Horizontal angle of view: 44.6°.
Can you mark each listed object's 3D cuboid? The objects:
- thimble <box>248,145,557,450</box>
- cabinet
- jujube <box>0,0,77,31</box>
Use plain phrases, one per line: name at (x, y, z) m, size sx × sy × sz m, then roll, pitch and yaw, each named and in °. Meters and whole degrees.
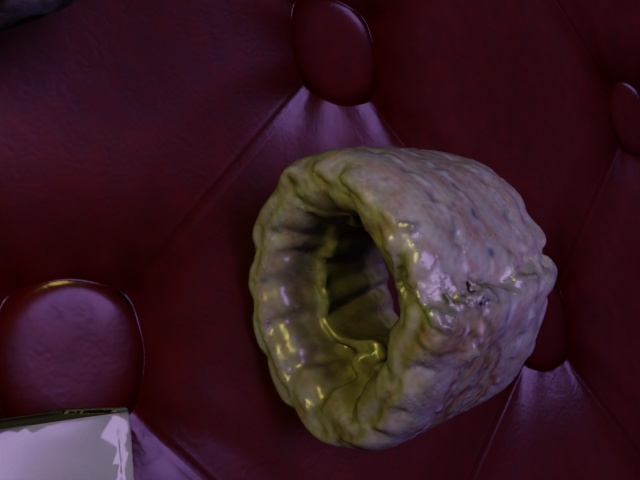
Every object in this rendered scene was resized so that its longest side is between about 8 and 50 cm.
thimble at (0.075, 0.047, 0.767) m, size 0.195 × 0.291 × 0.292 m, roll -11°, pitch 88°, yaw -40°
cabinet at (-0.256, 0.207, 0.551) m, size 0.206 × 0.145 × 0.150 m, roll 1°, pitch 80°, yaw -39°
jujube at (-0.276, -0.305, 0.584) m, size 0.308 × 0.246 × 0.215 m, roll 57°, pitch 8°, yaw -1°
